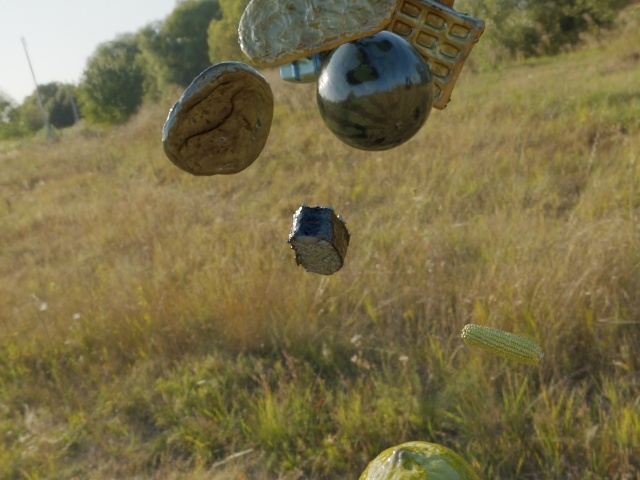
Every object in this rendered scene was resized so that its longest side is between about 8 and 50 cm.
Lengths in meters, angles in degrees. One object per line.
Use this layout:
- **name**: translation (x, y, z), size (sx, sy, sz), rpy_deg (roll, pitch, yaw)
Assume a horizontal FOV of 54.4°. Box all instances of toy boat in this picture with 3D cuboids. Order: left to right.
- **toy boat**: translation (-0.003, -0.382, 1.283), size (0.145, 0.133, 0.332), rpy_deg (-4, 4, 26)

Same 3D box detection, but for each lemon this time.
- **lemon**: translation (0.223, 0.601, 1.326), size (0.336, 0.336, 0.336), rpy_deg (-11, 16, 3)

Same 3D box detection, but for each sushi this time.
- **sushi**: translation (0.000, 0.000, 1.056), size (0.091, 0.150, 0.078), rpy_deg (0, 61, 16)

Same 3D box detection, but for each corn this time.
- **corn**: translation (0.466, 0.265, 1.597), size (0.206, 0.067, 0.067), rpy_deg (15, 26, 23)

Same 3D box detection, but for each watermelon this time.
- **watermelon**: translation (0.095, -0.257, 1.084), size (0.212, 0.212, 0.212), rpy_deg (-11, 16, 3)

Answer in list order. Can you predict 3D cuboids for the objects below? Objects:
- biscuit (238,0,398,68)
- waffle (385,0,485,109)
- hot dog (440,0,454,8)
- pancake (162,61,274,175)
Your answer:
- **biscuit**: translation (-0.009, -0.321, 0.881), size (0.247, 0.118, 0.029), rpy_deg (-11, -5, 23)
- **waffle**: translation (0.183, -0.457, 1.423), size (0.328, 0.224, 0.098), rpy_deg (26, 26, 5)
- **hot dog**: translation (0.268, -0.563, 1.559), size (0.072, 0.115, 0.269), rpy_deg (-55, -13, -12)
- **pancake**: translation (-0.223, -0.270, 1.444), size (0.294, 0.294, 0.049), rpy_deg (-21, 44, -29)
